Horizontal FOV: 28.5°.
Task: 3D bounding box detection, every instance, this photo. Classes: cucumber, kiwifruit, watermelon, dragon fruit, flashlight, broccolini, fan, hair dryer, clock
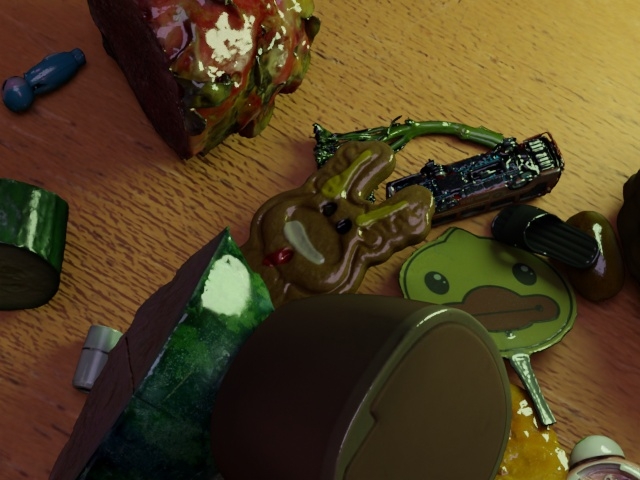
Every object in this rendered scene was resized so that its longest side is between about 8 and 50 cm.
[{"bbox_3d":[-0.400,0.004,1.576,0.191,0.191,0.130,2,71,-1],"label":"cucumber"},{"bbox_3d":[0.355,0.021,1.645,0.075,0.075,0.124,-8,72,-5],"label":"kiwifruit"},{"bbox_3d":[-0.146,0.206,1.455,0.222,0.292,0.319,35,48,-20],"label":"watermelon"},{"bbox_3d":[-0.132,-0.294,1.641,0.263,0.296,0.314,-28,80,-15],"label":"dragon fruit"},{"bbox_3d":[-0.381,-0.222,1.735,0.129,0.051,0.051,-33,73,-21],"label":"flashlight"},{"bbox_3d":[0.124,-0.108,1.703,0.272,0.062,0.123,-4,79,-6],"label":"broccolini"},{"bbox_3d":[0.226,0.097,1.581,0.230,0.011,0.335,-6,47,-17],"label":"fan"},{"bbox_3d":[-0.237,0.164,1.591,0.137,0.047,0.082,15,70,-3],"label":"hair dryer"},{"bbox_3d":[0.345,0.334,1.519,0.162,0.093,0.166,32,77,20],"label":"clock"}]

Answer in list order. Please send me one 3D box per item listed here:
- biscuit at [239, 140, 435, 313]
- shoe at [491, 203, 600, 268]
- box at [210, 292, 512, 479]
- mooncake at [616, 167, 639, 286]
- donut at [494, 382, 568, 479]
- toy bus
[{"bbox_3d":[-0.001,-0.001,1.613,0.295,0.044,0.186,-41,59,0],"label":"biscuit"},{"bbox_3d":[0.286,-0.011,1.624,0.159,0.053,0.062,26,87,34],"label":"shoe"},{"bbox_3d":[0.037,0.202,1.357,0.216,0.301,0.301,11,64,40],"label":"box"},{"bbox_3d":[0.542,-0.010,1.596,0.324,0.187,0.324,3,67,-6],"label":"mooncake"},{"bbox_3d":[0.165,0.275,1.491,0.254,0.118,0.253,-8,55,12],"label":"donut"},{"bbox_3d":[0.202,-0.072,1.663,0.235,0.096,0.073,-16,69,-7],"label":"toy bus"}]
